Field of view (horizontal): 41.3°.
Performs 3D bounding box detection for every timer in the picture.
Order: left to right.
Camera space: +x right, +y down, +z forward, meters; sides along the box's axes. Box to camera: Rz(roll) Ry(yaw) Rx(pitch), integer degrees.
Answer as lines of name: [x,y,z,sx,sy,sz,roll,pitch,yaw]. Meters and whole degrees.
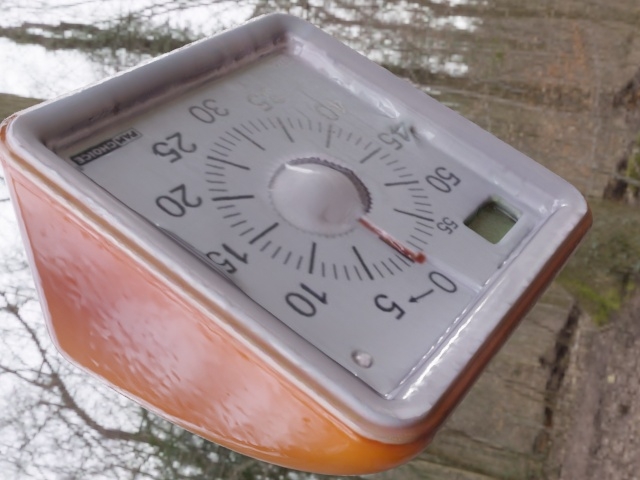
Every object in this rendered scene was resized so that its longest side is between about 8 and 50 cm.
timer: [0.000,0.000,0.486,0.257,0.250,0.161,-38,-38,-46]
